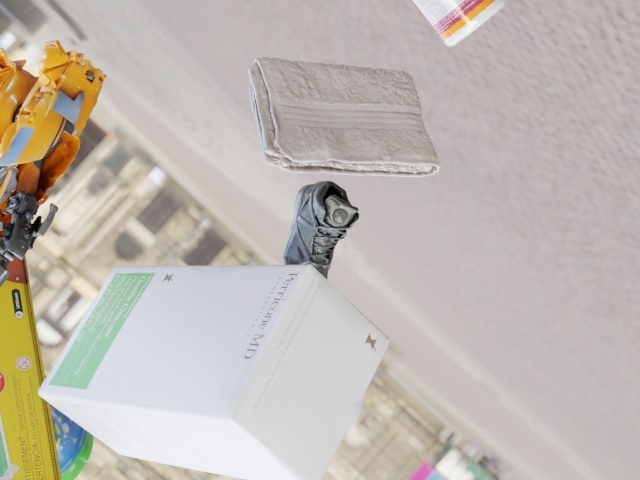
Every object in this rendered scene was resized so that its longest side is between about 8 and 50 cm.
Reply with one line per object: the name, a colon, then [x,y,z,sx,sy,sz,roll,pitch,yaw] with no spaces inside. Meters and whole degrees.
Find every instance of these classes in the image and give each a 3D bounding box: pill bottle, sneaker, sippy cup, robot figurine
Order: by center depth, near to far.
robot figurine: [-0.335,-0.059,1.198,0.211,0.291,0.085,2,150,44]
pill bottle: [0.183,-0.428,1.917,0.221,0.121,0.121,51,176,-5]
sneaker: [0.000,0.000,2.119,0.087,0.228,0.130,17,163,-24]
sippy cup: [-0.559,0.323,2.185,0.305,0.240,0.224,-77,-24,-45]

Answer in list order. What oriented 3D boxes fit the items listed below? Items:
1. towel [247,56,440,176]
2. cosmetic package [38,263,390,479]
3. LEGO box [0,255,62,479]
towel: [0.034,-0.184,1.790,0.049,0.282,0.187,126,137,-52]
cosmetic package: [-0.126,0.144,1.357,0.365,0.197,0.155,-4,140,47]
LEGO box: [-0.602,0.288,1.814,0.193,0.372,0.500,118,141,-56]
